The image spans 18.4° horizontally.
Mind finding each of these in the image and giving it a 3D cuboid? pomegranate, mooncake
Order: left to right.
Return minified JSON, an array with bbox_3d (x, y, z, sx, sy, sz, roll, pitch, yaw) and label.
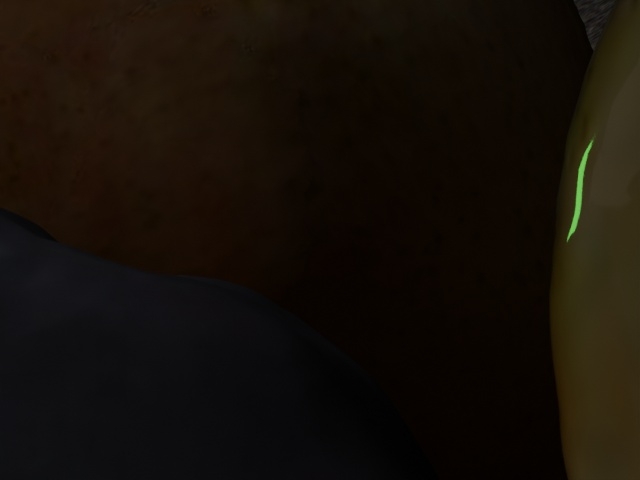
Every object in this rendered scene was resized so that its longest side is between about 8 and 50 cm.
[{"bbox_3d":[-0.075,0.110,0.386,0.245,0.245,0.133,-43,-3,-2],"label":"mooncake"},{"bbox_3d":[-0.056,-0.015,0.591,0.319,0.319,0.319,-41,9,8],"label":"pomegranate"}]

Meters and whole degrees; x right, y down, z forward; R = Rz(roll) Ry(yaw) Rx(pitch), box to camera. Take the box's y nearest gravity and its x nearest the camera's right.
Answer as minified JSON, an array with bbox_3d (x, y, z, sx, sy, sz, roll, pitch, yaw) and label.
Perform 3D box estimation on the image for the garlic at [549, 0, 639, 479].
[{"bbox_3d":[0.190,-0.029,0.309,0.338,0.151,0.196,-27,44,36],"label":"garlic"}]
